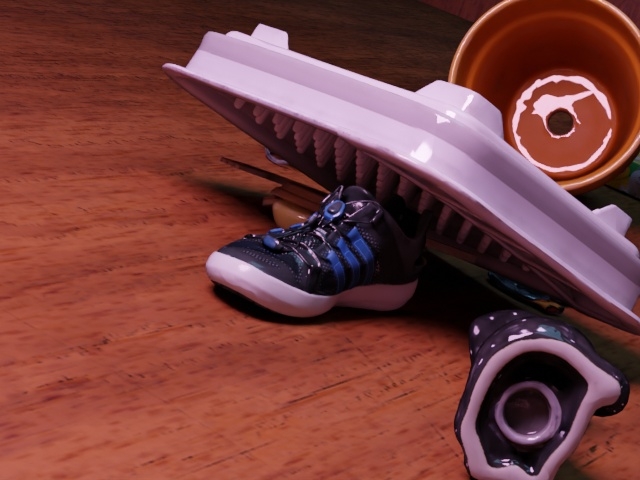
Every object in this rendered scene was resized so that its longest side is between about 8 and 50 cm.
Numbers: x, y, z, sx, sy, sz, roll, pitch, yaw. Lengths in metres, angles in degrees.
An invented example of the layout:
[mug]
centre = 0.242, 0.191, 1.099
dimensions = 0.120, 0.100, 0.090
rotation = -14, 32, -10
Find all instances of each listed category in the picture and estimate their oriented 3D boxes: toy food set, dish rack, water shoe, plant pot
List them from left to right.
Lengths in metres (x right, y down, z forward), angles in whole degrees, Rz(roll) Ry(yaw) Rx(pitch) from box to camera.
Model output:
[water shoe]
centre = 0.000, 0.000, 1.277
dimensions = 0.073, 0.080, 0.203
rotation = 25, 13, 29
[toy food set]
centre = 0.015, -0.008, 1.465
dimensions = 0.132, 0.038, 0.192
rotation = 19, 3, -37
[dish rack]
centre = 0.069, -0.056, 1.410
dimensions = 0.285, 0.072, 0.333
rotation = 33, -6, -41
[plant pot]
centre = 0.243, -0.135, 2.038
dimensions = 0.205, 0.205, 0.188
rotation = 23, -3, 13

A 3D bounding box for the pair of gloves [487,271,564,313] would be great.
[pair of gloves]
centre = 0.172, 0.040, 1.543
dimensions = 0.083, 0.010, 0.074
rotation = 2, 22, -47

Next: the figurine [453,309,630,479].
[figurine]
centre = 0.181, 0.100, 1.135
dimensions = 0.215, 0.092, 0.209
rotation = 21, 8, 0

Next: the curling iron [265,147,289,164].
[curling iron]
centre = 0.074, -0.045, 1.702
dimensions = 0.274, 0.035, 0.068
rotation = 21, 16, 7

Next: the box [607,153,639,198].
[box]
centre = 0.406, -0.054, 2.254
dimensions = 0.179, 0.043, 0.105
rotation = 28, 15, 26
